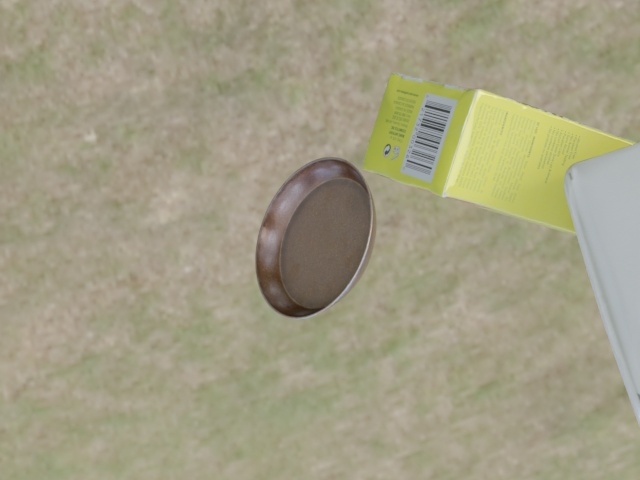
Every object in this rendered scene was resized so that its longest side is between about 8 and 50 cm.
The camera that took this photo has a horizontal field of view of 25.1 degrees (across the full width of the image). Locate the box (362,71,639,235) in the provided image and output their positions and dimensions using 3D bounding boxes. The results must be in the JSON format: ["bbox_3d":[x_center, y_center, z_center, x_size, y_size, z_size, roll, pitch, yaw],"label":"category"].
[{"bbox_3d":[0.143,-0.030,0.774,0.232,0.087,0.058,15,94,-32],"label":"box"}]

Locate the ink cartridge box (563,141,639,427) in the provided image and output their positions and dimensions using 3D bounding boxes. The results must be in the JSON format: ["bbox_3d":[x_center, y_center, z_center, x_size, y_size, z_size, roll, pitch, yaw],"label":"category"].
[{"bbox_3d":[0.311,0.103,0.704,0.279,0.160,0.384,-19,131,11],"label":"ink cartridge box"}]

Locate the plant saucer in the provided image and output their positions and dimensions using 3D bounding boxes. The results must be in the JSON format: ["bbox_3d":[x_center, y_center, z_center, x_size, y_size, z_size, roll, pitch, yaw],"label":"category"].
[{"bbox_3d":[0.000,0.000,1.441,0.029,0.168,0.168,21,130,-39],"label":"plant saucer"}]
